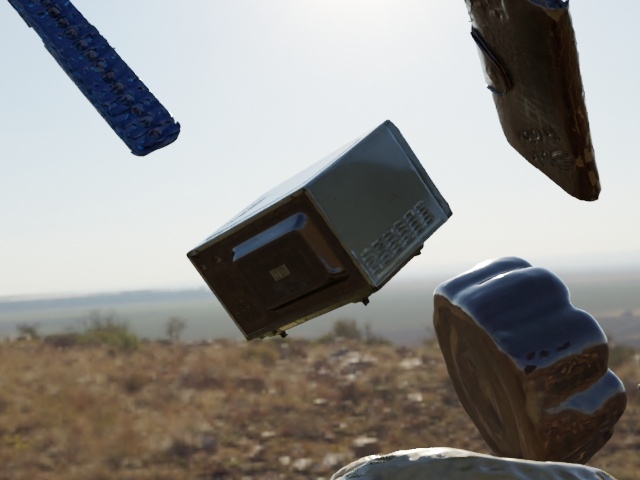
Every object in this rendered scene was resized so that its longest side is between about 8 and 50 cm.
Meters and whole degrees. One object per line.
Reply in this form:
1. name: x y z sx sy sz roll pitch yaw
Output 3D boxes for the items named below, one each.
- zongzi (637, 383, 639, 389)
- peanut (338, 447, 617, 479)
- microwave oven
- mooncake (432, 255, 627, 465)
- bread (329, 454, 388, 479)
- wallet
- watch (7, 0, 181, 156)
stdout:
1. zongzi: 0.340 0.155 0.887 0.084 0.187 0.184 17 -42 -12
2. peanut: 0.110 0.190 0.663 0.225 0.095 0.108 11 -43 -13
3. microwave oven: 0.000 0.000 0.990 0.205 0.129 0.163 -27 12 49
4. mooncake: 0.274 0.166 1.378 0.154 0.306 0.306 -25 3 -11
5. bread: 0.033 0.370 0.964 0.165 0.237 0.375 -19 6 21
6. wallet: 0.171 -0.129 0.841 0.122 0.031 0.232 44 -9 39
7. watch: -0.223 -0.246 0.871 0.274 0.276 0.068 28 42 27
